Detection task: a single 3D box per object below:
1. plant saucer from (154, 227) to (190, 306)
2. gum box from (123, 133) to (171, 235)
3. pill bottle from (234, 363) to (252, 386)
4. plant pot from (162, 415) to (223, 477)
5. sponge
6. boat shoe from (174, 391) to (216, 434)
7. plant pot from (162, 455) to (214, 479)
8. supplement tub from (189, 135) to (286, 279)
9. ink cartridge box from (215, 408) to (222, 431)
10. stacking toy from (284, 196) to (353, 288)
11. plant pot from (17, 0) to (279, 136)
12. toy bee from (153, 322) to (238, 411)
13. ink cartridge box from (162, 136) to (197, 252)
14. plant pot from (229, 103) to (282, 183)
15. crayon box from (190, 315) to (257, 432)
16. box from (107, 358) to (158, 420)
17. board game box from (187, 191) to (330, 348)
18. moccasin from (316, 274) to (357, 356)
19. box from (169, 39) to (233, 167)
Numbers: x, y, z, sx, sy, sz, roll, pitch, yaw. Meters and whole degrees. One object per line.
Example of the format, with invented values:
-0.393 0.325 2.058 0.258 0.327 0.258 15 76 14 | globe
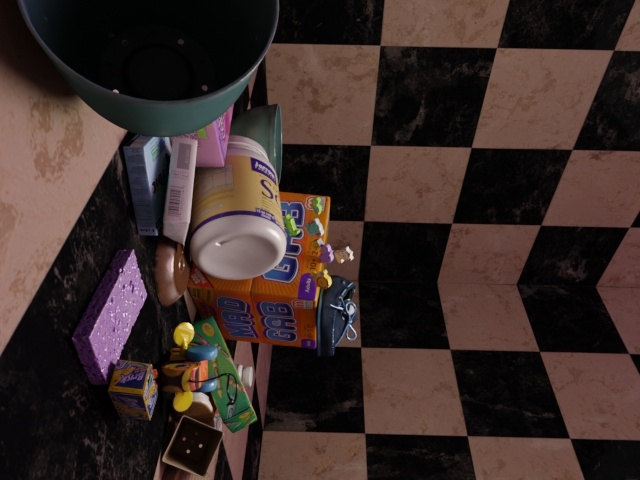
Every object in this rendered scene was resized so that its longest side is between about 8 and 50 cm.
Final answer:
-0.343 0.057 1.189 0.198 0.036 0.199 1 90 -89 | plant saucer
-0.336 -0.127 1.013 0.157 0.041 0.184 -89 -179 -60 | gum box
-0.297 0.449 1.668 0.078 0.137 0.078 2 90 -90 | pill bottle
-0.312 0.498 1.229 0.109 0.109 0.096 -67 -173 -22 | plant pot
-0.348 0.123 0.847 0.210 0.031 0.117 -89 180 -53 | sponge
-0.325 0.437 1.330 0.277 0.098 0.096 102 -13 -56 | boat shoe
-0.320 0.658 1.244 0.237 0.109 0.237 1 90 -89 | plant pot
-0.224 -0.090 1.331 0.241 0.241 0.331 91 -9 -54 | supplement tub
-0.355 0.629 1.740 0.115 0.029 0.063 -80 171 -85 | ink cartridge box
0.000 0.000 1.372 0.167 0.052 0.221 -42 109 -54 | stacking toy
-0.225 -0.276 0.690 0.235 0.293 0.293 151 -58 -70 | plant pot
-0.308 0.283 1.131 0.298 0.162 0.195 145 -58 -59 | toy bee
-0.302 -0.088 1.068 0.224 0.056 0.181 141 -47 -64 | ink cartridge box
-0.249 -0.353 1.847 0.293 0.196 0.293 2 90 -90 | plant pot
-0.268 0.364 1.371 0.278 0.081 0.165 60 -15 27 | crayon box
-0.321 0.262 0.870 0.169 0.059 0.054 111 -14 -54 | box
-0.167 0.091 1.580 0.356 0.356 0.356 91 5 -57 | board game box
0.052 0.197 1.446 0.342 0.116 0.138 -79 174 -57 | moccasin
-0.293 -0.339 1.225 0.213 0.117 0.243 91 1 -57 | box
